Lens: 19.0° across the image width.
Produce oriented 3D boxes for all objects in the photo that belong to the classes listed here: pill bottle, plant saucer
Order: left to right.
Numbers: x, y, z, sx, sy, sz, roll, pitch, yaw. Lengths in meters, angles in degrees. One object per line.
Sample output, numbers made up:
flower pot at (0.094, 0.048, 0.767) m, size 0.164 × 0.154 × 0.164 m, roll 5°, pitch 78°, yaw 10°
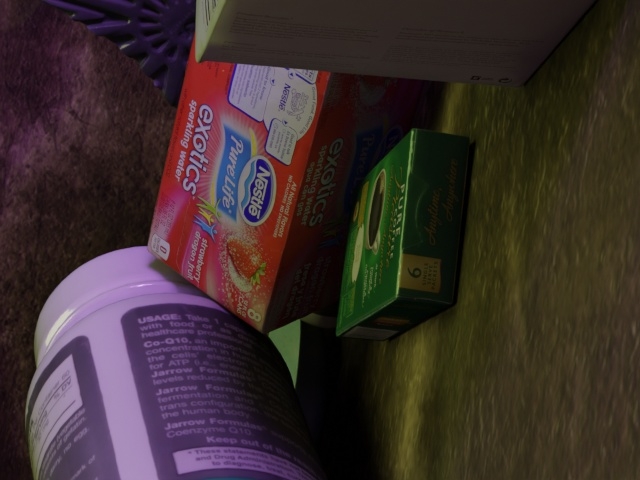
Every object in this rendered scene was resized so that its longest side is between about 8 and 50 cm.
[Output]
pill bottle at (-0.104, 0.166, 1.372) m, size 0.361 × 0.204 × 0.204 m, roll -113°, pitch 33°, yaw -56°
plant saucer at (-0.022, 0.135, 1.564) m, size 0.195 × 0.037 × 0.195 m, roll -171°, pitch 90°, yaw -80°

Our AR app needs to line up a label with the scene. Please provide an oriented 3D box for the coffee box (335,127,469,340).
coffee box at (0.052, 0.001, 1.260) m, size 0.184 × 0.040 × 0.113 m, roll 134°, pitch 144°, yaw -74°

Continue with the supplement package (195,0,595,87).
supplement package at (0.044, -0.190, 1.008) m, size 0.203 × 0.194 × 0.149 m, roll 127°, pitch 144°, yaw -69°

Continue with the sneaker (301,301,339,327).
sneaker at (0.000, 0.000, 1.515) m, size 0.158 × 0.061 × 0.065 m, roll -92°, pitch 21°, yaw -47°

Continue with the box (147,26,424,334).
box at (-0.021, -0.079, 1.381) m, size 0.128 × 0.123 × 0.256 m, roll 35°, pitch 126°, yaw 29°

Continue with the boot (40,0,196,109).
boot at (-0.096, -0.313, 1.598) m, size 0.146 × 0.367 × 0.445 m, roll -34°, pitch 35°, yaw 27°
